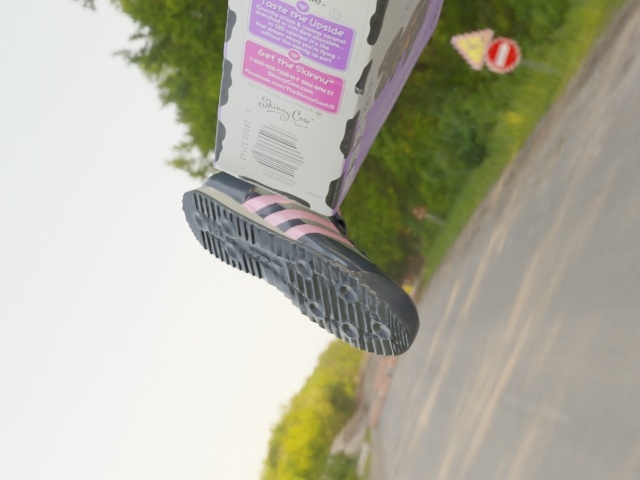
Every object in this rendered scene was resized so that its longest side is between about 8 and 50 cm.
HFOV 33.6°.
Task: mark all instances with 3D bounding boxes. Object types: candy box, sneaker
[{"bbox_3d":[0.020,-0.137,0.503,0.196,0.070,0.165,103,-167,-54],"label":"candy box"},{"bbox_3d":[0.000,0.000,1.129,0.131,0.319,0.112,-36,-35,-33],"label":"sneaker"}]
